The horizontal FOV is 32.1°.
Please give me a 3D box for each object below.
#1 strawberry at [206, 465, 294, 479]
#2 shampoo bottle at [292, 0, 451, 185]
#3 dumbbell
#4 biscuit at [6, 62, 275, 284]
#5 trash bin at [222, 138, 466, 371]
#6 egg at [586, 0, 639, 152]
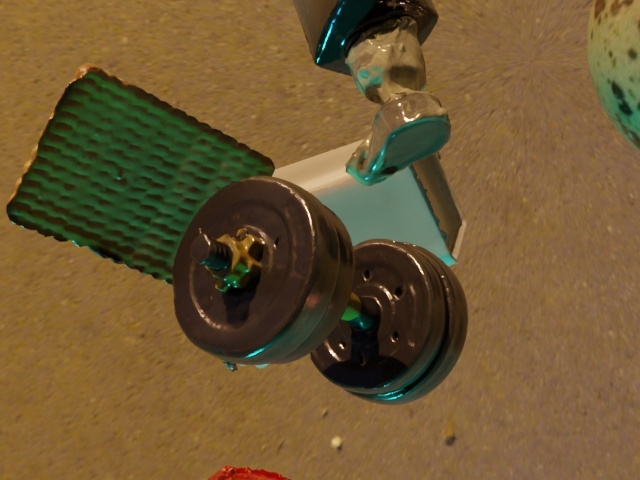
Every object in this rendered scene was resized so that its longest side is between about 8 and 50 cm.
[{"bbox_3d":[-0.040,0.251,0.931,0.187,0.082,0.146,0,107,5],"label":"strawberry"},{"bbox_3d":[0.012,-0.122,0.525,0.063,0.057,0.208,-49,46,40],"label":"shampoo bottle"},{"bbox_3d":[0.006,0.059,1.133,0.185,0.388,0.185,-14,65,33],"label":"dumbbell"},{"bbox_3d":[-0.179,-0.056,1.130,0.254,0.029,0.172,26,94,-38],"label":"biscuit"},{"bbox_3d":[0.000,0.000,1.545,0.367,0.296,0.256,-21,103,20],"label":"trash bin"},{"bbox_3d":[0.482,-0.196,1.288,0.287,0.287,0.379,-42,66,14],"label":"egg"}]
